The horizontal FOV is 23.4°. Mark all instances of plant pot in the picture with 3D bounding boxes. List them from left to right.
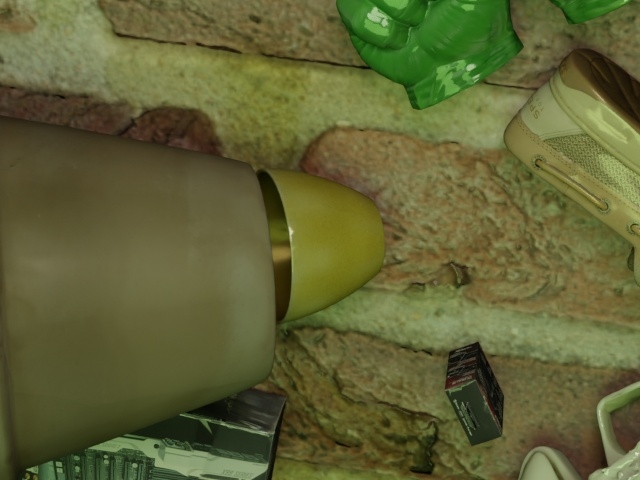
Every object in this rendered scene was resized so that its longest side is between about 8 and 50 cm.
[{"bbox_3d":[-0.190,0.035,1.290,0.280,0.323,0.323,-5,114,-11],"label":"plant pot"},{"bbox_3d":[0.000,0.000,1.331,0.095,0.134,0.134,-7,115,-18],"label":"plant pot"}]

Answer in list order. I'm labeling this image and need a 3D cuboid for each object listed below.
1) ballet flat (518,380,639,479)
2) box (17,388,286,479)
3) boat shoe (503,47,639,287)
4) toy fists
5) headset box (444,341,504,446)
[{"bbox_3d":[0.266,0.215,1.383,0.409,0.147,0.147,-38,103,19],"label":"ballet flat"},{"bbox_3d":[-0.177,0.271,1.495,0.242,0.076,0.308,13,115,4],"label":"box"},{"bbox_3d":[0.304,-0.011,1.276,0.341,0.121,0.110,43,118,2],"label":"boat shoe"},{"bbox_3d":[0.144,-0.219,1.218,0.279,0.096,0.142,-27,105,21],"label":"toy fists"},{"bbox_3d":[0.138,0.139,1.380,0.032,0.083,0.062,-21,109,17],"label":"headset box"}]
